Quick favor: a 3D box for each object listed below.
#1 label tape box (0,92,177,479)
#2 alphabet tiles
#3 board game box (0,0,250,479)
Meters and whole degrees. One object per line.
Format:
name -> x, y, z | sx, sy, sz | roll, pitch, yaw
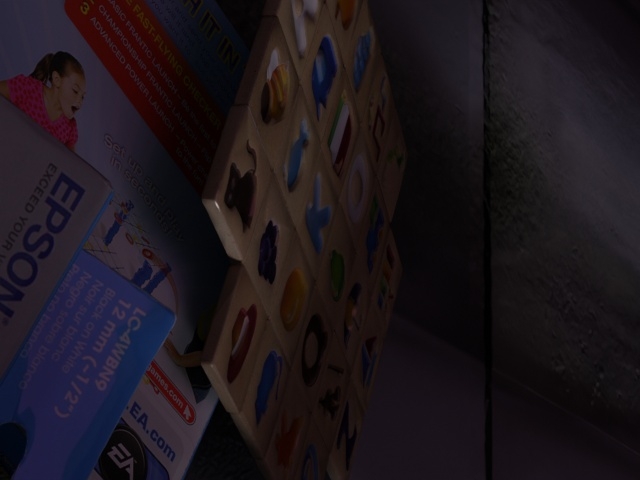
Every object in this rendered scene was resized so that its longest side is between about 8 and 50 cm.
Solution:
label tape box -> -0.198, 0.045, 0.562 | 0.347, 0.115, 0.249 | 40, 69, -33
alphabet tiles -> 0.000, 0.000, 0.932 | 0.342, 0.011, 0.285 | 70, 31, -56
board game box -> -0.148, -0.046, 0.795 | 0.308, 0.086, 0.302 | 55, 37, -28
